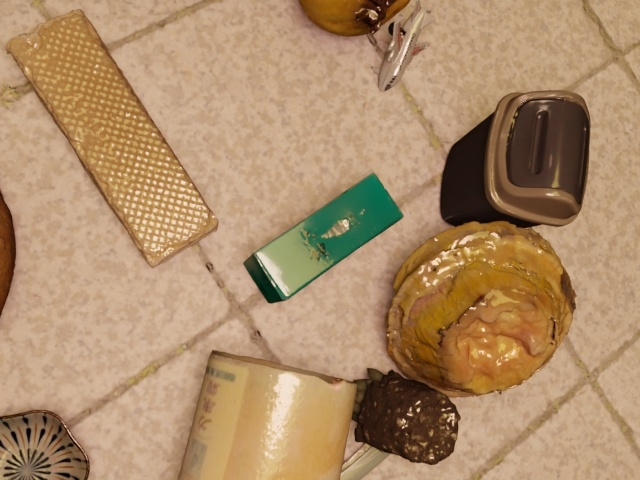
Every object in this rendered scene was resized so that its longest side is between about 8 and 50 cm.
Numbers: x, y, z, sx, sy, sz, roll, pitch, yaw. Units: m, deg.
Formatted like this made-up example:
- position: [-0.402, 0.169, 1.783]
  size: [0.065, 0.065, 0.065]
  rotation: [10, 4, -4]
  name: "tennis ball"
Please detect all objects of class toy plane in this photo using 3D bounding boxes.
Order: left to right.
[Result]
- position: [0.153, -0.365, 1.070]
  size: [0.065, 0.162, 0.171]
  rotation: [42, 109, 21]
  name: "toy plane"

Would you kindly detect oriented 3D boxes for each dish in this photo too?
- position: [-0.436, 0.341, 0.838]
  size: [0.190, 0.066, 0.191]
  rotation: [2, 81, -13]
  name: "dish"

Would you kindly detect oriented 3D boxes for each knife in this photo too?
- position: [0.072, 0.384, 0.984]
  size: [0.162, 0.023, 0.044]
  rotation: [-34, 94, -16]
  name: "knife"

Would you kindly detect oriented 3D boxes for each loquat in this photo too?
- position: [0.064, -0.473, 0.990]
  size: [0.243, 0.244, 0.244]
  rotation: [2, 82, -14]
  name: "loquat"

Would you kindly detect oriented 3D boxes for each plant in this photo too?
- position: [0.131, 0.287, 0.929]
  size: [0.132, 0.194, 0.129]
  rotation: [26, 79, -22]
  name: "plant"

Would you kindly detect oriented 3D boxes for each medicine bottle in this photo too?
- position: [-0.097, 0.385, 0.831]
  size: [0.235, 0.235, 0.406]
  rotation: [15, 78, -12]
  name: "medicine bottle"

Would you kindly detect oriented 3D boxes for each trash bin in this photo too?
- position: [0.334, -0.121, 0.981]
  size: [0.182, 0.290, 0.210]
  rotation: [13, 78, -12]
  name: "trash bin"

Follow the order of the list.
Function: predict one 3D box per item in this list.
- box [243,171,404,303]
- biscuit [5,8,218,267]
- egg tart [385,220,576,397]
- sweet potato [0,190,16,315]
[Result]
- position: [0.000, 0.000, 0.950]
  size: [0.244, 0.153, 0.092]
  rotation: [-34, 92, -17]
  name: "box"
- position: [-0.336, -0.164, 0.925]
  size: [0.144, 0.078, 0.426]
  rotation: [-32, 90, -15]
  name: "biscuit"
- position: [0.278, 0.140, 0.950]
  size: [0.351, 0.150, 0.352]
  rotation: [-2, 113, -4]
  name: "egg tart"
- position: [-0.519, -0.032, 0.851]
  size: [0.109, 0.109, 0.386]
  rotation: [-6, 79, -15]
  name: "sweet potato"
